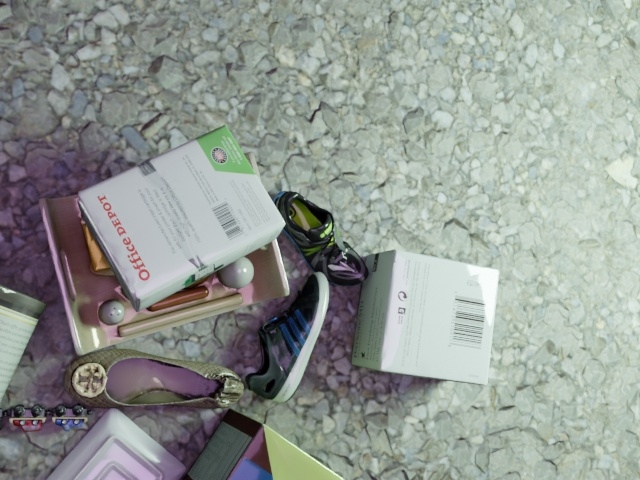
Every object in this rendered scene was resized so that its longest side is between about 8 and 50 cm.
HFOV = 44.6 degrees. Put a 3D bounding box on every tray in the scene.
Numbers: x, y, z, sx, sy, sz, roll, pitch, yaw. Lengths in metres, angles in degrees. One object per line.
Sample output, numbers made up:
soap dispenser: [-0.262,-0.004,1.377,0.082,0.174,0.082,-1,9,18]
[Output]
tray: [-0.320,0.375,1.052,0.145,0.030,0.270,43,73,-9]

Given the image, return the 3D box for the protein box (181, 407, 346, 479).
protein box: [-0.062,0.346,1.051,0.200,0.201,0.136,37,74,-12]

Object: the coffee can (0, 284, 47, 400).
coffee can: [-0.479,0.165,0.928,0.201,0.201,0.275,24,77,-15]

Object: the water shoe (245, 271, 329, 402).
water shoe: [-0.049,0.134,1.147,0.080,0.073,0.203,21,77,-13]

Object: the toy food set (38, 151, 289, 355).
toy food set: [-0.214,0.013,1.092,0.306,0.092,0.219,-15,90,-20]

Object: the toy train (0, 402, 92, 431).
toy train: [-0.388,0.239,1.044,0.158,0.027,0.036,3,87,-18]

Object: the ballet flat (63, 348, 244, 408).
ballet flat: [-0.228,0.199,1.086,0.250,0.058,0.084,10,81,-18]

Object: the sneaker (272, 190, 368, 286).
sneaker: [0.000,0.000,1.174,0.188,0.078,0.067,47,73,-9]

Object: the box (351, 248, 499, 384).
box: [0.160,0.119,1.195,0.182,0.119,0.181,10,81,-17]

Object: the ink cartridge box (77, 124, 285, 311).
ink cartridge box: [-0.184,-0.029,1.026,0.219,0.092,0.160,-28,82,-21]
